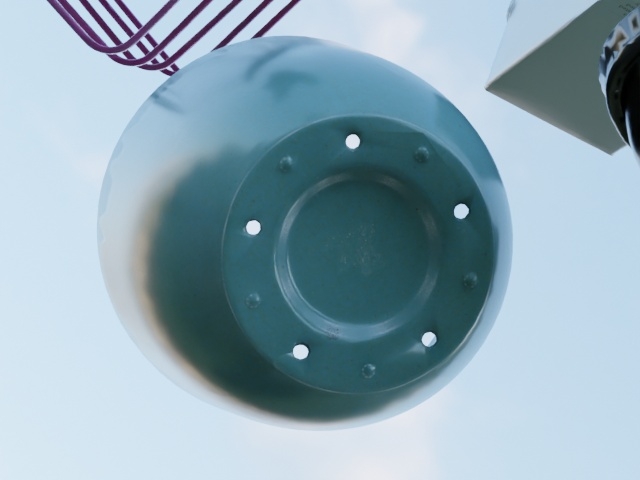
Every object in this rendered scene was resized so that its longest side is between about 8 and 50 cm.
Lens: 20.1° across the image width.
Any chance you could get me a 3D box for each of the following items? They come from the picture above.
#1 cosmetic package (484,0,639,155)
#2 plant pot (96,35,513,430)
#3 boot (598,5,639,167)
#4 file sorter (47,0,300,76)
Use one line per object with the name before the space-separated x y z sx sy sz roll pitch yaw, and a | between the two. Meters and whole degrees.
cosmetic package | 0.306 -0.235 1.570 0.155 0.197 0.365 26 -21 -12
plant pot | 0.000 0.000 1.258 0.293 0.293 0.235 45 -5 -11
boot | 0.291 0.026 1.089 0.131 0.260 0.348 -24 -39 13
file sorter | -0.148 -0.269 1.662 0.202 0.182 0.290 49 10 10
